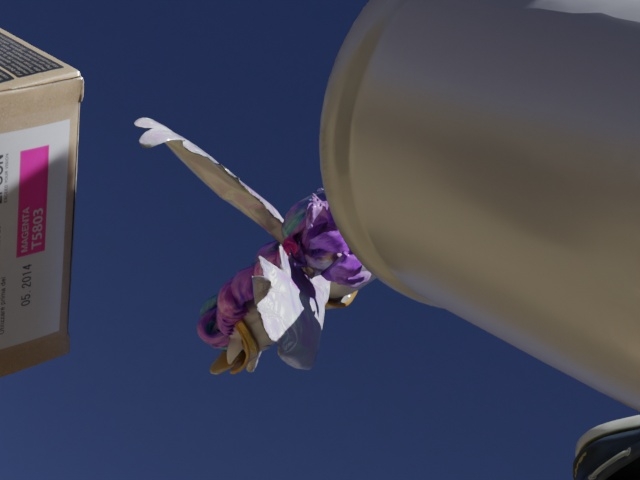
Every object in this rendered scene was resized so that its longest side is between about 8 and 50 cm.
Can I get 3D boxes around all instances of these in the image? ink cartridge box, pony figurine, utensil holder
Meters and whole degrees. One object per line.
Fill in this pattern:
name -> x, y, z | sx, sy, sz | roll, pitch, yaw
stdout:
ink cartridge box -> -0.272, -0.042, 1.060 | 0.193, 0.088, 0.235 | 29, -57, 37
pony figurine -> 0.000, 0.000, 1.479 | 0.303, 0.363, 0.351 | 61, 1, 30
utensil holder -> 0.233, -0.049, 1.055 | 0.385, 0.327, 0.328 | 30, -22, 55

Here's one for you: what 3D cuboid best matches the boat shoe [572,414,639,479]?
boat shoe -> 0.340, 0.182, 1.242 | 0.254, 0.079, 0.095 | -16, -62, 21
